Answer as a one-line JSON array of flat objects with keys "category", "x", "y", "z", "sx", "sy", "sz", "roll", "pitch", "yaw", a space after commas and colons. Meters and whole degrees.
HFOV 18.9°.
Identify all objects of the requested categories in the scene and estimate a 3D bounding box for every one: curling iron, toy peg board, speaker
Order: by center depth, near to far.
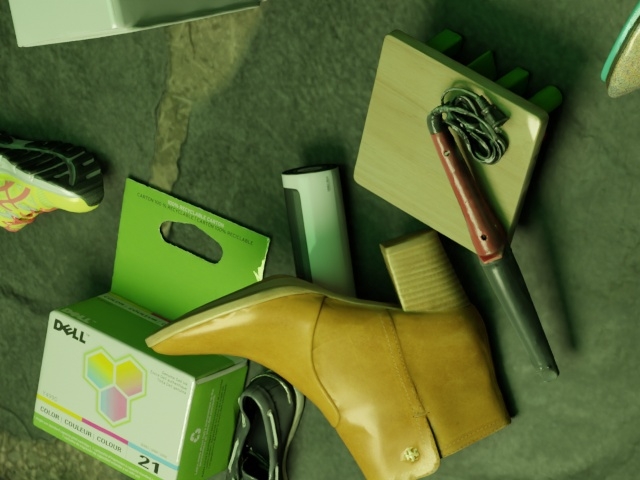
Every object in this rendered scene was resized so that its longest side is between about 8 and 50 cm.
[{"category": "curling iron", "x": 0.152, "y": 0.000, "z": 1.624, "sx": 0.068, "sy": 0.035, "sz": 0.274, "roll": -2, "pitch": 114, "yaw": 42}, {"category": "toy peg board", "x": 0.128, "y": -0.093, "z": 1.673, "sx": 0.161, "sy": 0.079, "sz": 0.161, "roll": 32, "pitch": 133, "yaw": 23}, {"category": "speaker", "x": 0.000, "y": 0.000, "z": 1.781, "sx": 0.055, "sy": 0.055, "sz": 0.136, "roll": -1, "pitch": 102, "yaw": 34}]

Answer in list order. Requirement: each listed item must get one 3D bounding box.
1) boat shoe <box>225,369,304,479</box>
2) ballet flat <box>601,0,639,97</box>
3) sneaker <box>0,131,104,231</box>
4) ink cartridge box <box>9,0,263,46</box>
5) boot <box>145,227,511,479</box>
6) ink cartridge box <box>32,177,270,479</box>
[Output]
[{"category": "boat shoe", "x": -0.069, "y": 0.224, "z": 1.877, "sx": 0.075, "sy": 0.065, "sz": 0.206, "roll": 23, "pitch": 114, "yaw": 27}, {"category": "ballet flat", "x": 0.327, "y": -0.223, "z": 1.481, "sx": 0.106, "sy": 0.107, "sz": 0.316, "roll": 34, "pitch": 120, "yaw": 14}, {"category": "sneaker", "x": -0.298, "y": -0.051, "z": 1.959, "sx": 0.208, "sy": 0.081, "sz": 0.094, "roll": 16, "pitch": 117, "yaw": 37}, {"category": "ink cartridge box", "x": -0.185, "y": -0.341, "z": 1.713, "sx": 0.129, "sy": 0.223, "sz": 0.307, "roll": -5, "pitch": 99, "yaw": 35}, {"category": "boot", "x": 0.009, "y": 0.129, "z": 1.721, "sx": 0.295, "sy": 0.104, "sz": 0.211, "roll": -17, "pitch": 96, "yaw": 4}, {"category": "ink cartridge box", "x": -0.169, "y": 0.092, "z": 1.891, "sx": 0.188, "sy": 0.097, "sz": 0.255, "roll": 23, "pitch": 114, "yaw": 28}]
